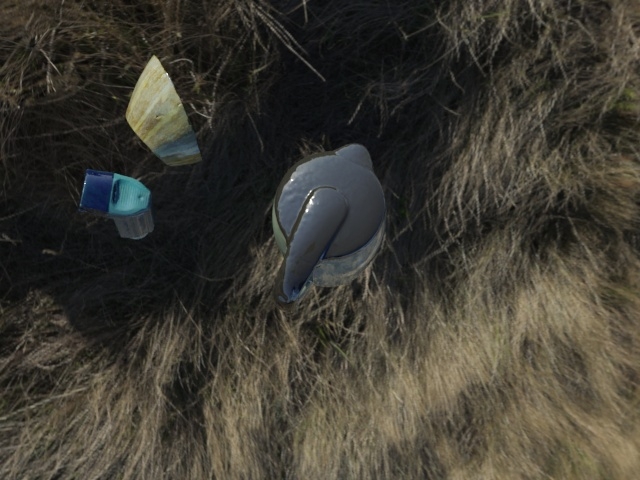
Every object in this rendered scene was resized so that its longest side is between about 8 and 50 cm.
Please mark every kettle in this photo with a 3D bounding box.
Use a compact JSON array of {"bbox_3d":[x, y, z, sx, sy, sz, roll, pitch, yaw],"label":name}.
[{"bbox_3d":[0.000,0.000,0.634,0.161,0.236,0.221,29,80,4],"label":"kettle"}]

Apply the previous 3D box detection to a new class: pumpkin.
[{"bbox_3d":[-0.315,-0.236,0.894,0.110,0.217,0.217,-32,124,-12],"label":"pumpkin"}]

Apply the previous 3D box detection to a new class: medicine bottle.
[{"bbox_3d":[-0.403,-0.062,0.929,0.124,0.258,0.079,4,76,-14],"label":"medicine bottle"}]
